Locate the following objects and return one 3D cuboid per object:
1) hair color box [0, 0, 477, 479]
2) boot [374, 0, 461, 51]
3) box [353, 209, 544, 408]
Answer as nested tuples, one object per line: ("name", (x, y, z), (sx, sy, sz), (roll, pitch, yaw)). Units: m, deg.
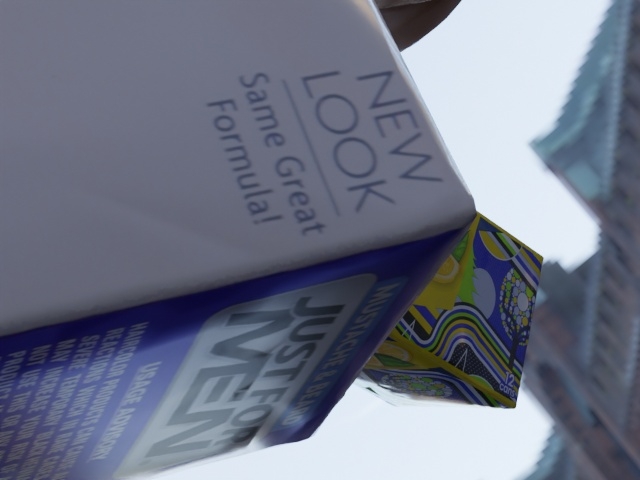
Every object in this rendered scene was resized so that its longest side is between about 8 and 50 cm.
("hair color box", (-0.165, -0.024, 0.342), (0.339, 0.185, 0.110), (-13, -24, -28))
("boot", (-0.056, -0.131, 0.853), (0.283, 0.109, 0.220), (8, -17, -25))
("box", (0.000, 0.000, 0.616), (0.054, 0.059, 0.169), (-5, -26, 42))
